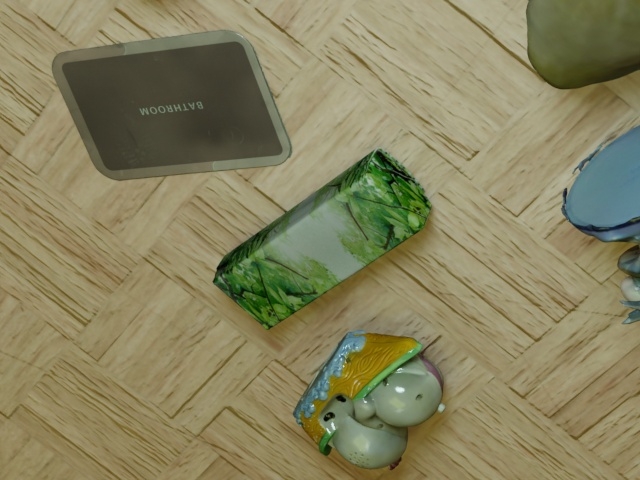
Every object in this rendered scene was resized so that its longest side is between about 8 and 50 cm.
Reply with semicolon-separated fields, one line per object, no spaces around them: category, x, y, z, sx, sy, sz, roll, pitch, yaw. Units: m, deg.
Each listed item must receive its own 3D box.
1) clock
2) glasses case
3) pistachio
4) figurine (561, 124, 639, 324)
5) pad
clock;0.061;0.187;2.234;0.144;0.103;0.231;31;134;-2
glasses case;0.000;0.000;2.147;0.095;0.062;0.272;42;132;-17
pistachio;0.285;-0.238;1.750;0.197;0.166;0.288;8;166;-14
figurine;0.424;0.081;1.899;0.276;0.248;0.388;-26;114;18
pad;-0.169;-0.148;2.151;0.266;0.002;0.176;-4;123;28
